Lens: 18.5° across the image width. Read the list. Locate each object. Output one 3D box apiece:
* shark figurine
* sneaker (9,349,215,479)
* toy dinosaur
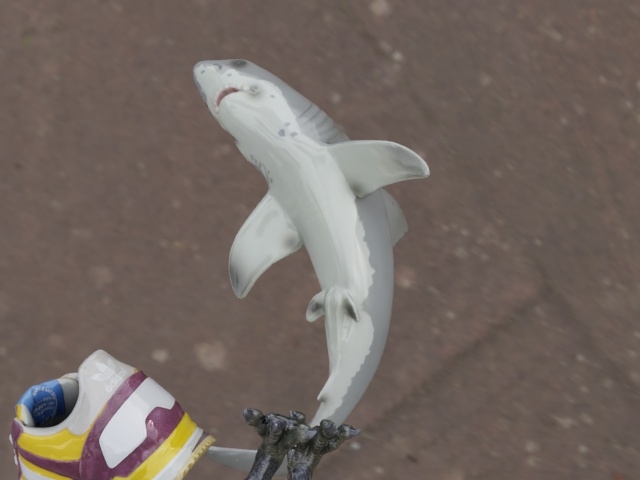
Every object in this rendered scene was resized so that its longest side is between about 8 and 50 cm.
[{"bbox_3d":[0.017,0.023,1.205,0.166,0.116,0.278,1,100,29],"label":"shark figurine"},{"bbox_3d":[-0.129,0.112,1.009,0.084,0.069,0.185,47,136,-6],"label":"sneaker"},{"bbox_3d":[-0.025,0.144,0.975,0.064,0.268,0.118,17,90,-3],"label":"toy dinosaur"}]
